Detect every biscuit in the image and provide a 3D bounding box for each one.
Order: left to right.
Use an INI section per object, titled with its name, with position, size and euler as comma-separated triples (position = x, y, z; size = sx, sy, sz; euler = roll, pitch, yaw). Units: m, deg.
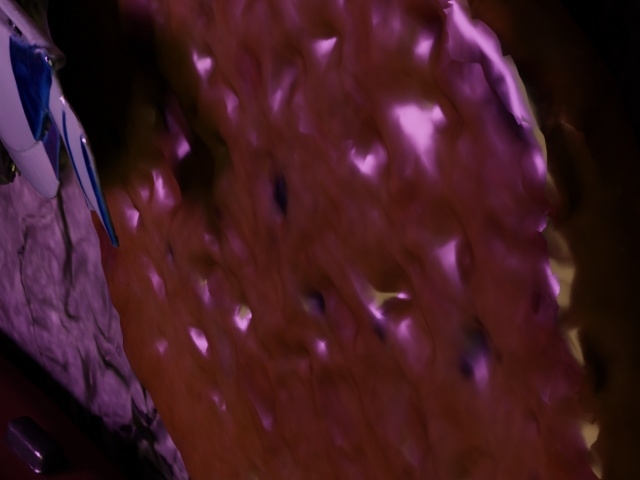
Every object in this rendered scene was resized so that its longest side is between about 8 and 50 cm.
[biscuit]
position = 0.001, 0.000, 0.611
size = 0.359, 0.046, 0.359
euler = 46, 147, 43

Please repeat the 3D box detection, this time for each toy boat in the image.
[toy boat]
position = -0.124, -0.088, 0.729
size = 0.291, 0.067, 0.220
euler = 41, 146, 51

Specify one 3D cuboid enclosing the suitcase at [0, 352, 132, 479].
[suitcase]
position = -0.208, 0.165, 0.954
size = 0.297, 0.161, 0.236
euler = 34, 135, 44
